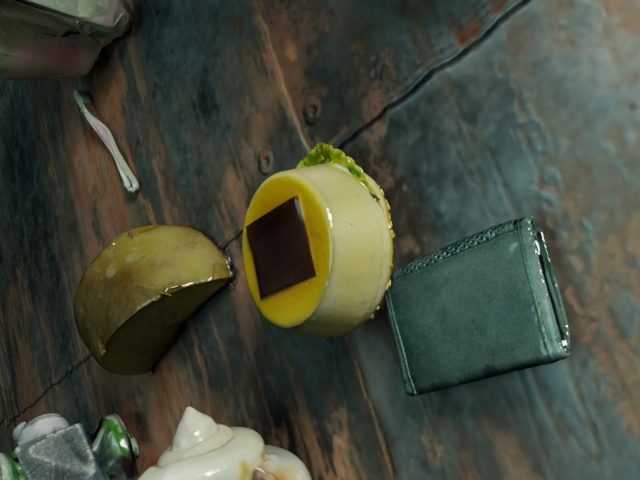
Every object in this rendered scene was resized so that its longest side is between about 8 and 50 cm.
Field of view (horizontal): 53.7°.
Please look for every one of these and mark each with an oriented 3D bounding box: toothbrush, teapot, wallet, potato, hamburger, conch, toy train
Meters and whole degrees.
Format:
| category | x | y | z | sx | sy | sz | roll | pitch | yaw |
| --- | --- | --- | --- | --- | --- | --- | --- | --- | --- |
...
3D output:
| category | x | y | z | sx | sy | sz | roll | pitch | yaw |
| --- | --- | --- | --- | --- | --- | --- | --- | --- | --- |
| toothbrush | -0.274 | -0.129 | 0.799 | 0.204 | 0.022 | 0.017 | 54 | 129 | 30 |
| teapot | -0.336 | -0.283 | 0.748 | 0.222 | 0.178 | 0.163 | -30 | 65 | 47 |
| wallet | 0.094 | 0.044 | 0.403 | 0.129 | 0.026 | 0.088 | -31 | 64 | 47 |
| potato | -0.200 | 0.048 | 0.680 | 0.243 | 0.098 | 0.138 | -45 | 59 | 39 |
| hamburger | 0.000 | 0.000 | 0.460 | 0.126 | 0.082 | 0.141 | -48 | 55 | 42 |
| conch | -0.059 | 0.254 | 0.546 | 0.158 | 0.127 | 0.255 | -13 | 107 | 19 |
| toy train | -0.282 | 0.365 | 0.751 | 0.307 | 0.174 | 0.248 | 45 | 133 | 35 |
